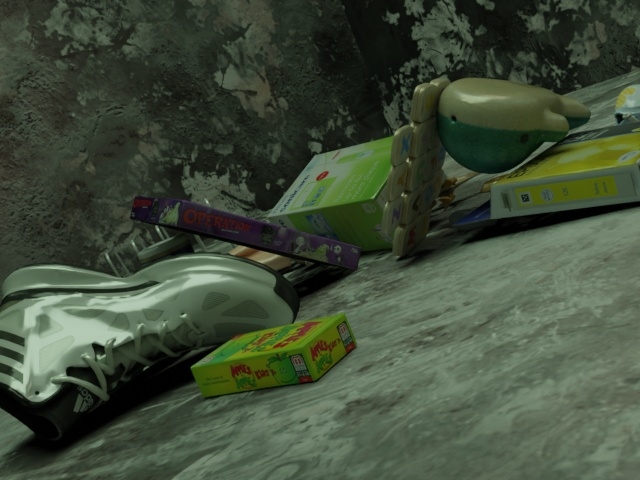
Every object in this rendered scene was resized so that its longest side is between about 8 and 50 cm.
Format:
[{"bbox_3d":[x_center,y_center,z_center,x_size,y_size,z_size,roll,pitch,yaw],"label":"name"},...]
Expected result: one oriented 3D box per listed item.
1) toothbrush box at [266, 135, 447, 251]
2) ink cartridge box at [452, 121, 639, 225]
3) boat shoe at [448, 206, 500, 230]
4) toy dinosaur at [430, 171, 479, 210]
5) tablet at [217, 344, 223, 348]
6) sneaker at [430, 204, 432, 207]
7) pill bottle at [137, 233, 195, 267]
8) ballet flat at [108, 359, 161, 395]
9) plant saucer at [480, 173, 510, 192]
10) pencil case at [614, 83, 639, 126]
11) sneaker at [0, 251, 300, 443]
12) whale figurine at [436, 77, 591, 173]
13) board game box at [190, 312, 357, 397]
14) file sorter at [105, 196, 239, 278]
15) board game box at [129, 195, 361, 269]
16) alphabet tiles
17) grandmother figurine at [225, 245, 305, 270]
[{"bbox_3d":[0.069,-0.084,1.538,0.283,0.122,0.206,-9,36,46],"label":"toothbrush box"},{"bbox_3d":[0.398,-0.114,1.229,0.307,0.072,0.303,-4,19,42],"label":"ink cartridge box"},{"bbox_3d":[0.260,-0.040,1.321,0.035,0.035,0.100,-24,10,-40],"label":"boat shoe"},{"bbox_3d":[0.269,-0.114,1.664,0.211,0.064,0.112,-25,11,9],"label":"toy dinosaur"},{"bbox_3d":[-0.114,0.143,1.204,0.083,0.006,0.054,-21,7,4],"label":"tablet"},{"bbox_3d":[0.153,-0.050,1.606,0.170,0.063,0.075,-24,10,6],"label":"sneaker"},{"bbox_3d":[-0.245,0.081,1.390,0.094,0.169,0.094,-21,8,3],"label":"pill bottle"},{"bbox_3d":[-0.281,0.173,1.232,0.074,0.074,0.203,-14,11,47],"label":"ballet flat"},{"bbox_3d":[0.372,-0.123,1.663,0.083,0.015,0.083,-22,7,3],"label":"plant saucer"},{"bbox_3d":[0.616,-0.225,1.288,0.124,0.114,0.273,7,-7,-31],"label":"pencil case"},{"bbox_3d":[-0.255,0.164,1.088,0.447,0.169,0.258,-3,45,9],"label":"sneaker"},{"bbox_3d":[0.312,-0.184,1.295,0.272,0.141,0.216,-8,26,-35],"label":"whale figurine"},{"bbox_3d":[-0.057,0.137,0.941,0.181,0.043,0.092,-16,9,37],"label":"board game box"},{"bbox_3d":[-0.342,0.033,1.882,0.277,0.173,0.193,-30,9,-6],"label":"file sorter"},{"bbox_3d":[-0.127,-0.012,1.363,0.346,0.056,0.208,15,0,-34],"label":"board game box"},{"bbox_3d":[0.168,-0.121,1.319,0.021,0.284,0.278,14,21,22],"label":"alphabet tiles"},{"bbox_3d":[-0.211,0.069,1.669,0.342,0.104,0.208,-21,2,-10],"label":"grandmother figurine"}]
